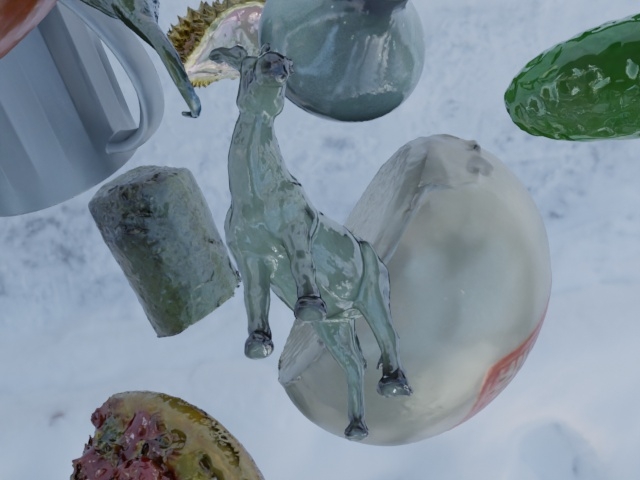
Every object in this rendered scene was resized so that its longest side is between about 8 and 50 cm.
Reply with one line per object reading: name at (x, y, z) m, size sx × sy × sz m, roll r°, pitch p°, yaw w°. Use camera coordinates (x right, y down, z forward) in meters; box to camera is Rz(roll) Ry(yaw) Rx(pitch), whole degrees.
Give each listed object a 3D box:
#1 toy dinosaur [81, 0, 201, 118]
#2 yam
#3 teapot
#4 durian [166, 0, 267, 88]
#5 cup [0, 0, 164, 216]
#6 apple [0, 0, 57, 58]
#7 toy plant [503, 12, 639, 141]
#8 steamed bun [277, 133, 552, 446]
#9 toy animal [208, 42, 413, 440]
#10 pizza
toy dinosaur at (-0.177, -0.230, 0.779) m, size 0.147 × 0.363 × 0.076 m, roll 25°, pitch 115°, yaw -36°
yam at (-0.275, 0.007, 1.719) m, size 0.195 × 0.195 × 0.300 m, roll -28°, pitch 113°, yaw -10°
teapot at (0.042, -0.233, 0.951) m, size 0.183 × 0.251 × 0.183 m, roll 5°, pitch 72°, yaw -14°
durian at (-0.153, -0.356, 1.647) m, size 0.250 × 0.138 × 0.183 m, roll -9°, pitch 126°, yaw -26°
cup at (-0.349, -0.224, 1.130) m, size 0.237 × 0.323 × 0.327 m, roll -56°, pitch 137°, yaw -46°
apple at (-0.204, -0.187, 0.380) m, size 0.251 × 0.206 × 0.272 m, roll -14°, pitch 106°, yaw 1°
toy plant at (0.301, -0.135, 0.611) m, size 0.317 × 0.356 × 0.210 m, roll -6°, pitch 97°, yaw 1°
steamed bun at (0.122, 0.071, 1.098) m, size 0.241 × 0.374 × 0.374 m, roll 31°, pitch 102°, yaw -8°
toy animal at (-0.006, 0.001, 0.563) m, size 0.073 × 0.176 × 0.217 m, roll -18°, pitch 138°, yaw 19°
pizza at (-0.299, 0.417, 1.416) m, size 0.406 × 0.440 × 0.130 m, roll -53°, pitch 128°, yaw -18°
